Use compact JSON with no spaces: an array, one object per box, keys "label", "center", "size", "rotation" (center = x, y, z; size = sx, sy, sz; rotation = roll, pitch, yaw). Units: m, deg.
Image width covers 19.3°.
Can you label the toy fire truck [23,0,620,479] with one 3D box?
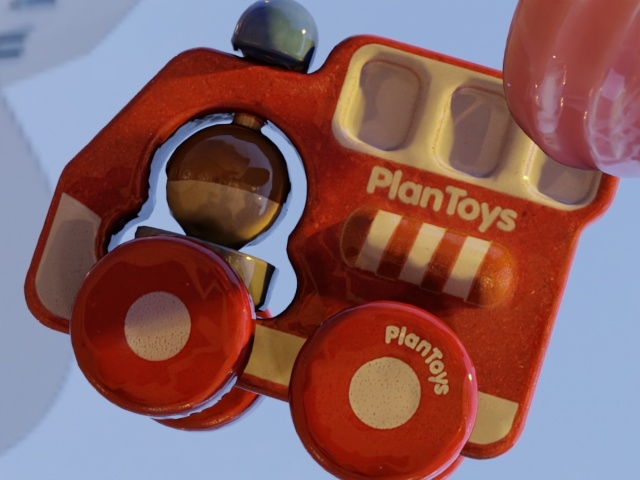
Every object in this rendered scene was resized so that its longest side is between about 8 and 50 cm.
[{"label":"toy fire truck","center":[0.000,0.000,1.069],"size":[0.302,0.169,0.254],"rotation":[17,-98,8]}]

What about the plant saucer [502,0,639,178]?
[{"label":"plant saucer","center":[0.233,-0.142,0.850],"size":[0.084,0.332,0.332],"rotation":[49,-52,22]}]
